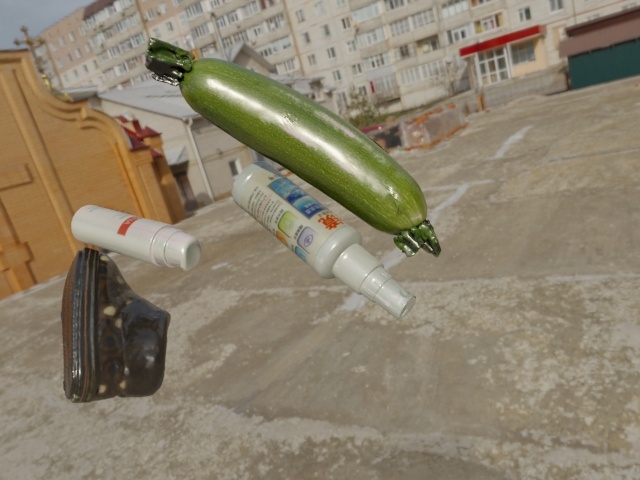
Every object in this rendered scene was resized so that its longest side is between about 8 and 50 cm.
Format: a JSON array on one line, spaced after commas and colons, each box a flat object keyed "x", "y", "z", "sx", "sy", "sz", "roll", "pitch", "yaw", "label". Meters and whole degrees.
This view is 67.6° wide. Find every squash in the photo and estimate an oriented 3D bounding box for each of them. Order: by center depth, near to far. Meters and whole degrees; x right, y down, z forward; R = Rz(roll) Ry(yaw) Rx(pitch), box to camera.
[{"x": -0.014, "y": -0.093, "z": 0.447, "sx": 0.071, "sy": 0.319, "sz": 0.080, "roll": -56, "pitch": 0, "yaw": 12, "label": "squash"}]

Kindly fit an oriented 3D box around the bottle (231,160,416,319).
[{"x": 0.000, "y": 0.000, "z": 0.468, "sx": 0.060, "sy": 0.060, "sz": 0.217, "roll": -28, "pitch": 57, "yaw": -38, "label": "bottle"}]

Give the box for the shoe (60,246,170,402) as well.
[{"x": -0.483, "y": 0.193, "z": 1.155, "sx": 0.237, "sy": 0.383, "sz": 0.171, "roll": 8, "pitch": -41, "yaw": -37, "label": "shoe"}]

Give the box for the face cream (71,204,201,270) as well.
[{"x": -0.426, "y": -0.006, "z": 1.117, "sx": 0.346, "sy": 0.101, "sz": 0.102, "roll": 13, "pitch": 26, "yaw": 23, "label": "face cream"}]
